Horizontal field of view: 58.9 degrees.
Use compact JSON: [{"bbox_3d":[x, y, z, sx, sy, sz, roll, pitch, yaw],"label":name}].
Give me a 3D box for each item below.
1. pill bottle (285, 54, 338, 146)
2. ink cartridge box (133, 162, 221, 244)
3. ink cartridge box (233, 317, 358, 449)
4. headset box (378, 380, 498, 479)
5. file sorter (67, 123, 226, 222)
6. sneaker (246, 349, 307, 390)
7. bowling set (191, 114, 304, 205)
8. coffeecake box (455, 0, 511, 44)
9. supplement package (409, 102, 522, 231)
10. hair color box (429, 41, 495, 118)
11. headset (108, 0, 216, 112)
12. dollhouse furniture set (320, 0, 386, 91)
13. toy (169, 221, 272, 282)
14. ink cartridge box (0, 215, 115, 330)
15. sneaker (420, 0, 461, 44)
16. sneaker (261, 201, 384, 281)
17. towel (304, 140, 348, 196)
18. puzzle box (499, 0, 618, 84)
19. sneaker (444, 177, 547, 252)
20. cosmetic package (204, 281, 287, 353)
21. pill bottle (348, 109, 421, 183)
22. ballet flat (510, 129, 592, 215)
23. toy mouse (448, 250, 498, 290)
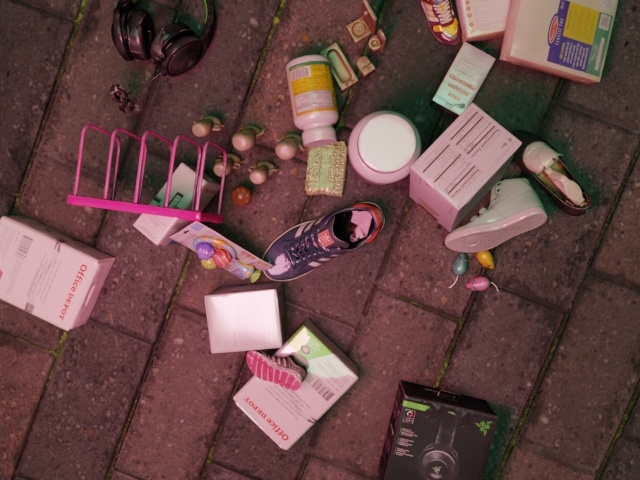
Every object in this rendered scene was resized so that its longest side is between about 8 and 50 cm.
[{"bbox_3d":[-0.017,-0.349,1.436,0.117,0.117,0.208,-9,89,3],"label":"pill bottle"},{"bbox_3d":[-0.364,-0.092,1.462,0.086,0.148,0.203,39,94,3],"label":"ink cartridge box"},{"bbox_3d":[-0.062,0.375,1.494,0.198,0.115,0.273,44,95,0],"label":"ink cartridge box"},{"bbox_3d":[0.303,0.524,1.479,0.246,0.131,0.283,14,94,1],"label":"headset box"},{"bbox_3d":[-0.375,-0.148,1.285,0.290,0.202,0.182,7,91,4],"label":"file sorter"},{"bbox_3d":[-0.105,0.313,1.409,0.170,0.075,0.063,18,111,26],"label":"sneaker"},{"bbox_3d":[-0.200,-0.204,1.468,0.287,0.154,0.200,17,113,0],"label":"bowling set"},{"bbox_3d":[0.418,-0.606,1.428,0.142,0.068,0.185,-10,93,3],"label":"coffeecake box"},{"bbox_3d":[0.330,-0.160,1.343,0.145,0.262,0.204,43,88,14],"label":"supplement package"},{"bbox_3d":[0.362,-0.407,1.452,0.093,0.053,0.167,29,93,-1],"label":"hair color box"},{"bbox_3d":[-0.419,-0.505,1.419,0.243,0.185,0.394,20,83,2],"label":"headset"},{"bbox_3d":[0.083,-0.485,1.425,0.151,0.123,0.144,-30,92,4],"label":"dollhouse furniture set"},{"bbox_3d":[-0.253,0.046,1.427,0.237,0.137,0.056,31,54,-32],"label":"toy"},{"bbox_3d":[-0.727,0.084,1.507,0.283,0.117,0.207,25,94,1],"label":"ink cartridge box"},{"bbox_3d":[0.300,-0.582,1.428,0.069,0.084,0.185,-30,92,4],"label":"sneaker"},{"bbox_3d":[0.000,0.000,1.450,0.350,0.148,0.131,-29,92,5],"label":"sneaker"},{"bbox_3d":[0.016,-0.191,1.497,0.110,0.027,0.148,4,93,2],"label":"towel"},{"bbox_3d":[0.602,-0.615,1.387,0.272,0.052,0.409,10,94,-17],"label":"puzzle box"},{"bbox_3d":[0.435,-0.068,1.463,0.256,0.094,0.151,-22,49,21],"label":"sneaker"},{"bbox_3d":[-0.188,0.196,1.471,0.183,0.151,0.151,-5,93,2],"label":"cosmetic package"},{"bbox_3d":[0.149,-0.217,1.350,0.169,0.301,0.169,0,94,3],"label":"pill bottle"},{"bbox_3d":[0.587,-0.178,1.435,0.280,0.096,0.095,45,95,0],"label":"ballet flat"},{"bbox_3d":[0.398,0.086,1.494,0.143,0.031,0.161,-33,92,4],"label":"toy mouse"}]
